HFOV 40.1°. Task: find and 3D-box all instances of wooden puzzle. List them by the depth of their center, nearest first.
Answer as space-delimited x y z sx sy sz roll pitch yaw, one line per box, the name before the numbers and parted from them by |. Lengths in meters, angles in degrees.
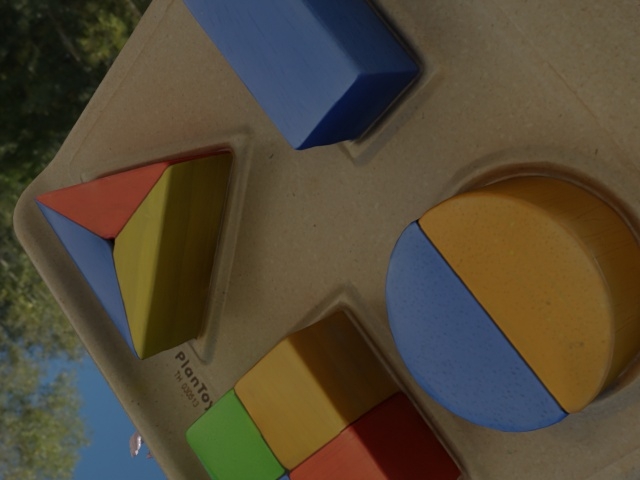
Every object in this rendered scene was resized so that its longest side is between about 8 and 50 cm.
wooden puzzle | 0.000 0.000 0.397 0.348 0.322 0.080 -44 164 31

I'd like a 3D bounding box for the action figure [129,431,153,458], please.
action figure | -0.074 0.138 1.071 0.370 0.248 0.275 -40 -141 47
